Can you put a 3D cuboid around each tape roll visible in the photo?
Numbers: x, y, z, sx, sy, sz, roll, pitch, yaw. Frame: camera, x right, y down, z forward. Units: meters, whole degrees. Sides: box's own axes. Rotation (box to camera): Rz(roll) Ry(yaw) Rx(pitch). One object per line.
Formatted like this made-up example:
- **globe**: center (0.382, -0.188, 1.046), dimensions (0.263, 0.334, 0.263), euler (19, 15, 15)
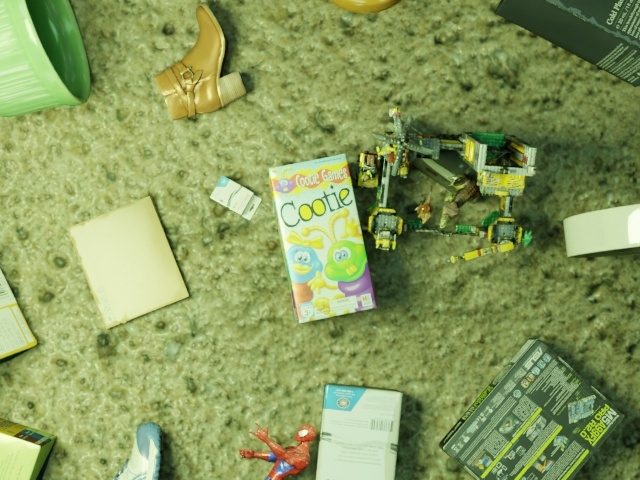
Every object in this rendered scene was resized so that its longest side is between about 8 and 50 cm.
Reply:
- **tape roll**: center (0.611, -0.024, 1.767), dimensions (0.392, 0.392, 0.072), euler (-5, 85, -3)

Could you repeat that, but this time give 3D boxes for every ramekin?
- **ramekin**: center (-0.526, -0.360, 1.794), dimensions (0.148, 0.303, 0.303), euler (-17, 87, 4)

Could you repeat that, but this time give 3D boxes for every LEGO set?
- **LEGO set**: center (0.227, -0.081, 1.788), dimensions (0.331, 0.192, 0.255), euler (12, 102, -6)

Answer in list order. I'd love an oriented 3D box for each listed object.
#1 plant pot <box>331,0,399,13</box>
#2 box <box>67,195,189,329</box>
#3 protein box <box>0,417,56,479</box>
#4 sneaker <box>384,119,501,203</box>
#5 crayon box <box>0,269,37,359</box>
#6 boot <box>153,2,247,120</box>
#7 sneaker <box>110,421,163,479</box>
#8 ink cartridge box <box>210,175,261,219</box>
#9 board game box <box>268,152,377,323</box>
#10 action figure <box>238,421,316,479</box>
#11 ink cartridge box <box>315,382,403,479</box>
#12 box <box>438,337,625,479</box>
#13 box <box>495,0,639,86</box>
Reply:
- **plant pot**: center (0.088, -0.537, 1.883), dimensions (0.205, 0.188, 0.205), euler (0, 86, -3)
- **box**: center (-0.351, 0.040, 1.903), dimensions (0.164, 0.021, 0.201), euler (-22, 87, -4)
- **protein box**: center (-0.599, 0.410, 1.806), dimensions (0.201, 0.136, 0.200), euler (19, 86, -2)
- **sneaker**: center (0.229, -0.177, 1.923), dimensions (0.222, 0.083, 0.118), euler (37, 81, -10)
- **crayon box**: center (-0.646, 0.138, 1.736), dimensions (0.083, 0.323, 0.203), euler (-28, 87, 25)
- **boot**: center (-0.237, -0.327, 1.913), dimensions (0.152, 0.073, 0.197), euler (-21, 84, 0)
- **sneaker**: center (-0.353, 0.462, 1.827), dimensions (0.131, 0.112, 0.296), euler (11, 85, -1)
- **ink cartridge box**: center (-0.155, -0.078, 1.917), dimensions (0.083, 0.028, 0.048), euler (29, 85, -1)
- **board game box**: center (0.000, 0.000, 1.861), dimensions (0.144, 0.142, 0.275), euler (-12, 86, -4)
- **action figure**: center (-0.122, 0.425, 1.847), dimensions (0.139, 0.091, 0.280), euler (39, 85, -8)
- **ink cartridge box**: center (0.067, 0.358, 1.867), dimensions (0.139, 0.082, 0.191), euler (6, 87, -2)
- **box**: center (0.383, 0.347, 1.894), dimensions (0.216, 0.060, 0.270), euler (41, 85, 0)
- **box**: center (0.546, -0.516, 1.907), dimensions (0.312, 0.179, 0.343), euler (28, 85, -1)
